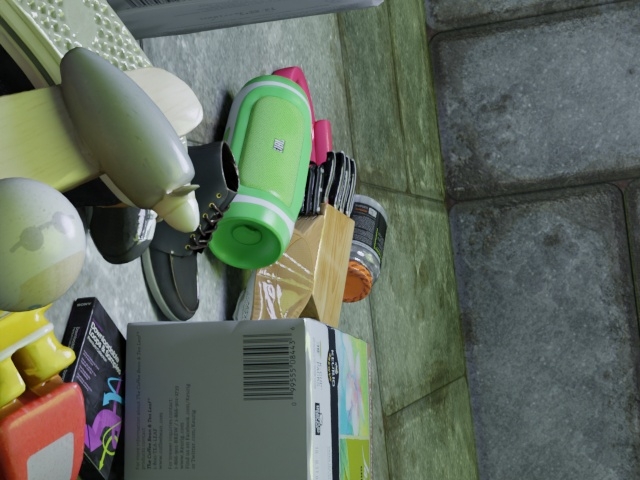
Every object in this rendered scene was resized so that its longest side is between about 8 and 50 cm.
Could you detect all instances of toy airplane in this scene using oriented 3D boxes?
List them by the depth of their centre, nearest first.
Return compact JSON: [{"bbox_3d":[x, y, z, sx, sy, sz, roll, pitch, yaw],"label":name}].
[{"bbox_3d":[-0.262,-0.022,0.804,0.384,0.272,0.386,33,67,-40],"label":"toy airplane"}]

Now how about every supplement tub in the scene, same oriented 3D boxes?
[{"bbox_3d":[0.057,0.015,2.124,0.190,0.117,0.117,-78,155,-48],"label":"supplement tub"}]

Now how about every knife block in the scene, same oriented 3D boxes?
[{"bbox_3d":[0.000,0.000,1.882,0.242,0.088,0.276,-45,127,-47],"label":"knife block"}]

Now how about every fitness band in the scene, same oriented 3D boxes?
[{"bbox_3d":[-0.036,-0.156,2.011,0.209,0.054,0.291,26,57,-67],"label":"fitness band"}]

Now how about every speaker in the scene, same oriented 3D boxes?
[{"bbox_3d":[-0.087,-0.103,1.684,0.131,0.131,0.297,66,23,-44],"label":"speaker"}]

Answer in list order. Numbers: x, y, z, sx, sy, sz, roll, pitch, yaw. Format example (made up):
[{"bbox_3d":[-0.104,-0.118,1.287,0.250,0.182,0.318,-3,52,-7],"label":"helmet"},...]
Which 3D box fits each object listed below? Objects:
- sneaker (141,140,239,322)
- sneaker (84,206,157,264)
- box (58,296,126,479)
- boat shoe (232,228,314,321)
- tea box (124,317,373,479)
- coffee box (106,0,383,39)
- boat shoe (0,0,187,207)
[{"bbox_3d":[-0.154,-0.011,1.434,0.083,0.118,0.222,-24,106,-73],"label":"sneaker"},{"bbox_3d":[-0.245,-0.093,1.258,0.132,0.086,0.229,47,28,-55],"label":"sneaker"},{"bbox_3d":[-0.241,0.157,1.233,0.116,0.029,0.162,66,22,-45],"label":"box"},{"bbox_3d":[-0.084,0.105,1.675,0.098,0.096,0.277,32,53,-23],"label":"boat shoe"},{"bbox_3d":[-0.072,0.270,1.375,0.323,0.219,0.329,33,55,-73],"label":"tea box"},{"bbox_3d":[-0.103,-0.424,1.256,0.338,0.337,0.335,-130,-148,-88],"label":"coffee box"},{"bbox_3d":[-0.299,-0.224,1.004,0.500,0.156,0.187,60,29,-28],"label":"boat shoe"}]
